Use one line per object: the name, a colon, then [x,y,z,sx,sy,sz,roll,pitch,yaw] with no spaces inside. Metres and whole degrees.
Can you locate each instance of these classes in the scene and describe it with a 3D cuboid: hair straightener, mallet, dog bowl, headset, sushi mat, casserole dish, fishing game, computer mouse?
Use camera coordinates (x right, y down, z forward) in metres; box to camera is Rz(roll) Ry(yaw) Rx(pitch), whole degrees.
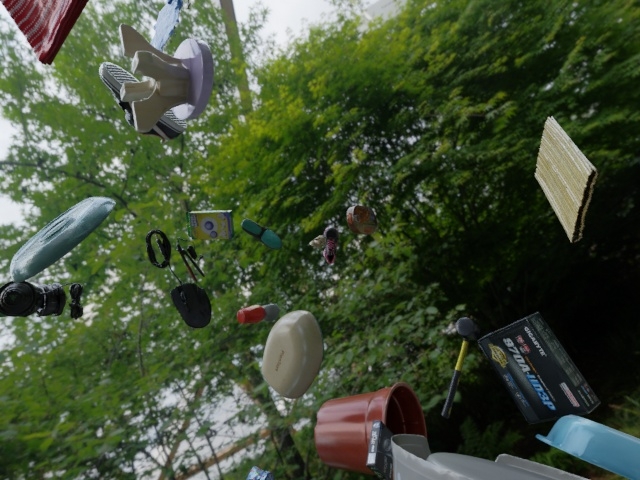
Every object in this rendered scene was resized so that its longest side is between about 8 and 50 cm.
hair straightener: [-0.569,0.076,1.886,0.089,0.047,0.230,-34,-57,-22]
mallet: [0.256,0.234,0.795,0.062,0.039,0.189,42,-114,-46]
dog bowl: [0.251,0.338,0.517,0.349,0.102,0.349,13,-14,3]
headset: [-1.046,0.243,1.565,0.394,0.185,0.243,-17,-13,12]
sushi mat: [0.507,-0.142,0.895,0.019,0.316,0.151,2,-57,12]
casserole dish: [0.299,0.203,0.380,0.037,0.189,0.114,-68,-26,-11]
fishing game: [-0.444,-0.629,1.240,0.041,0.189,0.264,17,-43,-43]
computer mouse: [-0.307,0.088,0.911,0.071,0.242,0.041,-25,14,4]

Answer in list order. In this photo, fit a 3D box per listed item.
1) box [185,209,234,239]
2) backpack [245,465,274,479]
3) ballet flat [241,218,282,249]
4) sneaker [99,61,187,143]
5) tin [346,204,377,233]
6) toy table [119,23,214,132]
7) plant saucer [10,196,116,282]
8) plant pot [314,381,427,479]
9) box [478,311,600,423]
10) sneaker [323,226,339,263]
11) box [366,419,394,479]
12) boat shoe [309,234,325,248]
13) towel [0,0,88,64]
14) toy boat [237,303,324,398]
box: [-0.413,-0.058,1.569,0.179,0.105,0.043,-1,14,9]
backpack: [-0.178,0.777,1.272,0.117,0.158,0.173,-6,10,11]
ballet flat: [-0.251,-0.025,1.828,0.074,0.203,0.074,-58,0,-1]
sneaker: [-0.621,-0.448,1.445,0.127,0.126,0.321,-34,-49,20]
tin: [0.157,-0.073,1.591,0.040,0.106,0.190,-17,-12,32]
toy table: [-0.387,-0.395,1.041,0.161,0.252,0.274,-10,-10,-33]
plant saucer: [-0.687,-0.019,1.123,0.318,0.317,0.043,-33,-61,1]
plant pot: [0.143,0.581,1.287,0.265,0.272,0.272,-17,-12,32]
box: [0.490,0.296,0.977,0.051,0.220,0.175,-17,-21,-29]
sneaker: [0.032,0.018,1.265,0.047,0.057,0.119,1,-60,1]
box: [0.112,0.386,0.779,0.018,0.083,0.067,-17,-57,29]
boat shoe: [0.000,0.000,1.769,0.045,0.050,0.135,-62,-18,20]
towel: [-0.535,-0.491,0.779,0.199,0.274,0.031,-39,-5,24]
toy boat: [-0.108,0.289,1.270,0.148,0.318,0.267,-1,-60,-50]
